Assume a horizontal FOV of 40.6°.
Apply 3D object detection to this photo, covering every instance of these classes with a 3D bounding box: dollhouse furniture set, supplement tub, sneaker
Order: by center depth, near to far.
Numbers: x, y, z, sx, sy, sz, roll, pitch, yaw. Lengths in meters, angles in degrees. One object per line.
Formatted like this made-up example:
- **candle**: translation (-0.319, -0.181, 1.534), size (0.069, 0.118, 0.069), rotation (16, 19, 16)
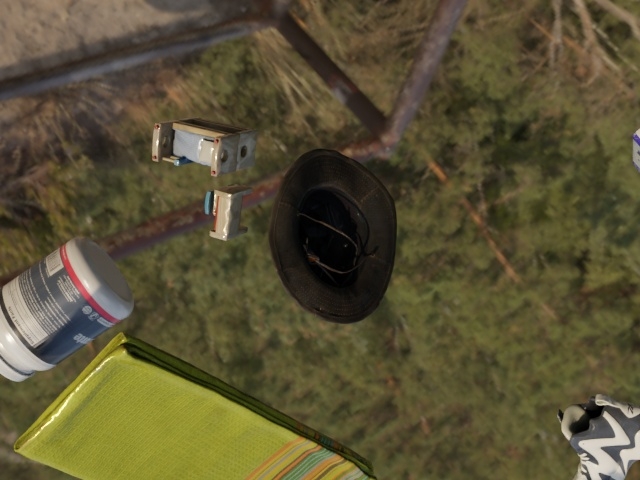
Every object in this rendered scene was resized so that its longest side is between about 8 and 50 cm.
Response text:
- **sneaker**: translation (0.435, 0.337, 1.420), size (0.235, 0.153, 0.094), rotation (-59, -176, 39)
- **dollhouse furniture set**: translation (-0.201, -0.103, 1.471), size (0.129, 0.129, 0.184), rotation (-26, 127, -61)
- **supplement tub**: translation (-0.530, 0.137, 1.723), size (0.272, 0.191, 0.191), rotation (-34, 154, 2)

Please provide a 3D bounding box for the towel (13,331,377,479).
- **towel**: translation (-0.068, 0.145, 0.563), size (0.102, 0.021, 0.237), rotation (-47, 127, 9)

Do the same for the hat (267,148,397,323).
- **hat**: translation (0.000, 0.000, 1.651), size (0.331, 0.331, 0.134), rotation (-16, 179, -38)

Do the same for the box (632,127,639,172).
- **box**: translation (0.420, -0.078, 0.982), size (0.072, 0.126, 0.137), rotation (-36, 160, 10)
